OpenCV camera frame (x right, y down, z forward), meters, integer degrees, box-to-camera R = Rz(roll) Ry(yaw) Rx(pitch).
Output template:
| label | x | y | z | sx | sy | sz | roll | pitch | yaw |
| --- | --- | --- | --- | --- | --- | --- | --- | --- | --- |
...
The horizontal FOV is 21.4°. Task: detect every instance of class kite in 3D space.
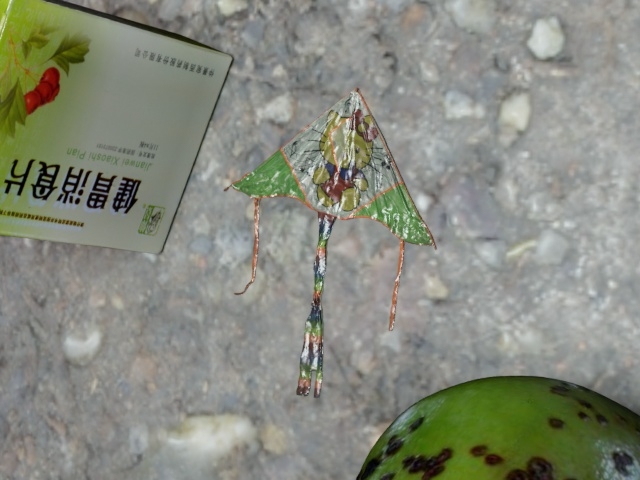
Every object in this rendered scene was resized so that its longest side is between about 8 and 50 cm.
| label | x | y | z | sx | sy | sz | roll | pitch | yaw |
| --- | --- | --- | --- | --- | --- | --- | --- | --- | --- |
| kite | 0.000 | 0.000 | 1.319 | 0.198 | 0.006 | 0.244 | 12 | 93 | 30 |

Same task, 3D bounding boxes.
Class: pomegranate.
| label | x | y | z | sx | sy | sz | roll | pitch | yaw |
| --- | --- | --- | --- | --- | --- | --- | --- | --- | --- |
| pomegranate | 0.099 | 0.223 | 1.103 | 0.323 | 0.291 | 0.291 | 15 | 94 | 38 |

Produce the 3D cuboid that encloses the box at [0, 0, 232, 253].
| label | x | y | z | sx | sy | sz | roll | pitch | yaw |
| --- | --- | --- | --- | --- | --- | --- | --- | --- | --- |
| box | -0.191 | -0.089 | 1.288 | 0.062 | 0.260 | 0.175 | 26 | 99 | 31 |
